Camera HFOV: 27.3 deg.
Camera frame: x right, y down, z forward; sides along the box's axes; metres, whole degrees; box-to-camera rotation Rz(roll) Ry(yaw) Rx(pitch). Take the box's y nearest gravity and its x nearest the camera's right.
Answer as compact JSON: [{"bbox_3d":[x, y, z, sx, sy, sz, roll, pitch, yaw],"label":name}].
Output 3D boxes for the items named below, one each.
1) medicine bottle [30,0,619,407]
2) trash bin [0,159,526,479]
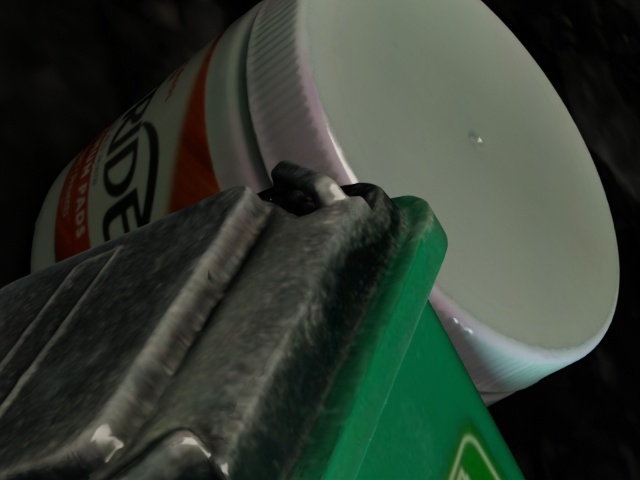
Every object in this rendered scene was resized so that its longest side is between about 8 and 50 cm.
[{"bbox_3d":[0.000,0.000,0.750,0.252,0.241,0.252,31,43,-33],"label":"medicine bottle"},{"bbox_3d":[-0.027,0.195,0.570,0.381,0.295,0.259,56,34,-20],"label":"trash bin"}]
